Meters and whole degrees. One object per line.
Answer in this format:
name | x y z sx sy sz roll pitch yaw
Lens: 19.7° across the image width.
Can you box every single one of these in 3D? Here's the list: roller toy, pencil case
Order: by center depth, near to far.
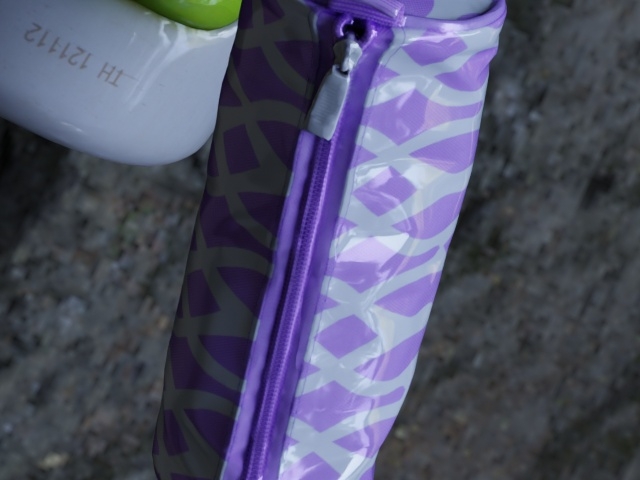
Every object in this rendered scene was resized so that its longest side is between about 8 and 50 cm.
pencil case | 0.000 0.000 0.590 0.088 0.086 0.206 -86 -173 -64
roller toy | -0.106 -0.126 0.771 0.146 0.191 0.209 -57 173 14
